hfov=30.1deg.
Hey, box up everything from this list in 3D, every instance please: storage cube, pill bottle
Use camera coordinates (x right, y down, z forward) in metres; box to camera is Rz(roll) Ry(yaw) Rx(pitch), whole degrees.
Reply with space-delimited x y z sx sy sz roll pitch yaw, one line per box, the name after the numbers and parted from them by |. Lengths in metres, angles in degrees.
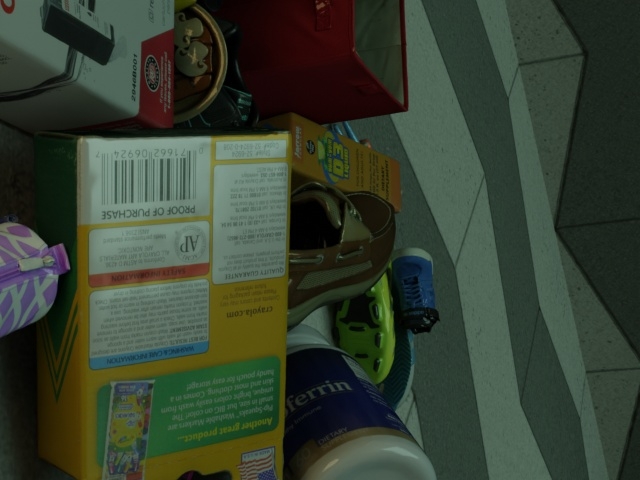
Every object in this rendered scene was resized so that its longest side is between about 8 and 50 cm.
-0.017 -0.248 1.403 0.215 0.193 0.184 33 53 -64 | storage cube
0.000 0.200 1.223 0.265 0.153 0.153 50 -17 57 | pill bottle

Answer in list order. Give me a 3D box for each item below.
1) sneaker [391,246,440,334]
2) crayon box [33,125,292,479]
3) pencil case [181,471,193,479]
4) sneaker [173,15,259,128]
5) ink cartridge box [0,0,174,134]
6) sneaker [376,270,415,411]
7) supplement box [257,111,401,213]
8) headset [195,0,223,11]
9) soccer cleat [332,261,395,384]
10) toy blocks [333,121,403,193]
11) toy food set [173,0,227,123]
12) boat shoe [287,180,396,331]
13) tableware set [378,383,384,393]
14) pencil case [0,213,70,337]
0.131 0.076 1.640 0.152 0.058 0.085 72 15 -59 | sneaker
-0.129 0.069 0.994 0.203 0.083 0.323 -5 101 -39 | crayon box
-0.132 0.109 1.125 0.104 0.104 0.236 -64 141 -54 | pencil case
-0.120 -0.100 1.213 0.101 0.106 0.267 -14 98 -70 | sneaker
-0.229 -0.205 0.948 0.273 0.114 0.197 26 60 -65 | ink cartridge box
0.104 0.141 1.741 0.092 0.087 0.229 37 51 -63 | sneaker
0.007 -0.087 1.499 0.233 0.080 0.078 17 67 -48 | supplement box
-0.180 -0.381 1.162 0.394 0.185 0.244 71 17 -69 | headset
0.072 0.054 1.656 0.121 0.093 0.289 -5 85 -52 | soccer cleat
0.064 -0.116 1.761 0.148 0.054 0.123 63 17 -13 | toy blocks
-0.154 -0.170 1.117 0.038 0.132 0.192 -84 167 -87 | toy food set
0.000 0.000 1.339 0.324 0.122 0.120 -35 147 -55 | boat shoe
0.043 0.292 1.598 0.194 0.039 0.128 -58 150 -52 | tableware set
-0.260 0.042 0.827 0.206 0.088 0.086 -32 111 -66 | pencil case
